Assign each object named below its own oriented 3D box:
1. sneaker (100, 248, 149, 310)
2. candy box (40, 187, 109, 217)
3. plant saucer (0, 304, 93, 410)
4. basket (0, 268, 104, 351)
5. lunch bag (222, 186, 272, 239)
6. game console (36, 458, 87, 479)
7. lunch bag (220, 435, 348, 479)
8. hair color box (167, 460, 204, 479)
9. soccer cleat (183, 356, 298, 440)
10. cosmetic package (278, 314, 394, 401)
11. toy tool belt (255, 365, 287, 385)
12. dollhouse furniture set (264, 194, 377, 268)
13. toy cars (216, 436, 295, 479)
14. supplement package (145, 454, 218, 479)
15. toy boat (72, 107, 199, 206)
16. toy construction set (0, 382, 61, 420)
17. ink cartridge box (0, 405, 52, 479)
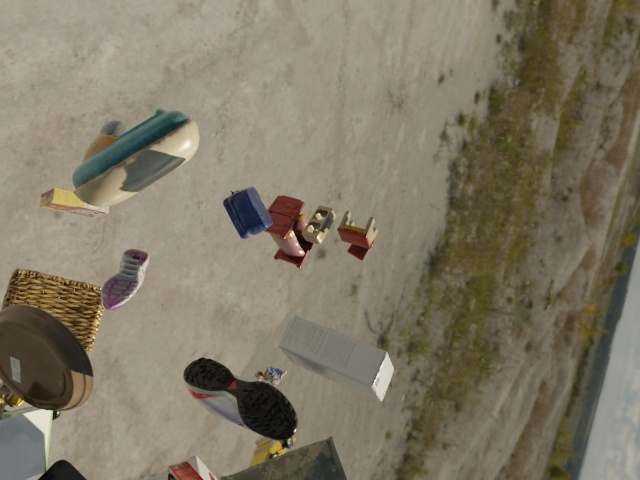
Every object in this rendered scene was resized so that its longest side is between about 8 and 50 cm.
[{"bbox_3d":[-0.588,0.134,1.528,0.236,0.095,0.105,-83,-170,-53],"label":"sneaker"},{"bbox_3d":[-0.831,-0.126,1.706,0.186,0.109,0.053,15,71,-47],"label":"candy box"},{"bbox_3d":[-0.634,0.273,1.123,0.041,0.277,0.278,-51,144,-61],"label":"plant saucer"},{"bbox_3d":[-0.895,0.237,1.683,0.299,0.213,0.223,17,74,-28],"label":"basket"},{"bbox_3d":[-0.145,-0.055,0.968,0.099,0.065,0.067,62,12,-4],"label":"lunch bag"},{"bbox_3d":[-0.661,0.795,1.226,0.342,0.060,0.386,54,30,-9],"label":"game console"},{"bbox_3d":[-0.035,0.561,0.961,0.235,0.287,0.169,-17,153,-11],"label":"lunch bag"},{"bbox_3d":[-0.249,0.493,0.967,0.043,0.141,0.072,1,94,-37],"label":"hair color box"},{"bbox_3d":[-0.183,0.384,1.176,0.108,0.318,0.117,-46,145,-41],"label":"soccer cleat"},{"bbox_3d":[0.035,0.252,1.085,0.086,0.231,0.117,-63,153,-23],"label":"cosmetic package"},{"bbox_3d":[-0.142,0.385,1.457,0.083,0.052,0.051,24,125,-35],"label":"toy tool belt"},{"bbox_3d":[0.000,0.000,1.642,0.152,0.373,0.201,-60,148,-24],"label":"dollhouse furniture set"},{"bbox_3d":[-0.253,0.731,1.610,0.393,0.087,0.176,-32,175,-21],"label":"toy cars"},{"bbox_3d":[-0.321,0.696,1.256,0.149,0.194,0.203,-24,131,-7],"label":"supplement package"},{"bbox_3d":[-0.392,-0.184,1.030,0.267,0.318,0.148,-37,110,-15],"label":"toy boat"},{"bbox_3d":[-0.989,0.502,1.520,0.257,0.308,0.237,-53,169,20],"label":"toy construction set"},{"bbox_3d":[-0.763,0.507,1.222,0.235,0.056,0.171,27,66,-73],"label":"ink cartridge box"}]
